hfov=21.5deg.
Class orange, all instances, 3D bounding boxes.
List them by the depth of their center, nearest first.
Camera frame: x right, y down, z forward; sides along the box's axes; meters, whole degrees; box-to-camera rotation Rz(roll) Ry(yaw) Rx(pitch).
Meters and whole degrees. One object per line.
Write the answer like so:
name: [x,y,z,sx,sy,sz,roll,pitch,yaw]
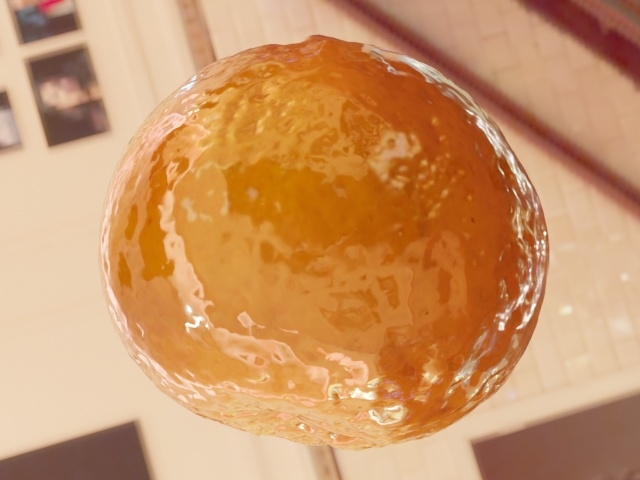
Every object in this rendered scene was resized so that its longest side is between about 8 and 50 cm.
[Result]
orange: [0.001,0.003,0.655,0.177,0.177,0.155,121,170,-81]
